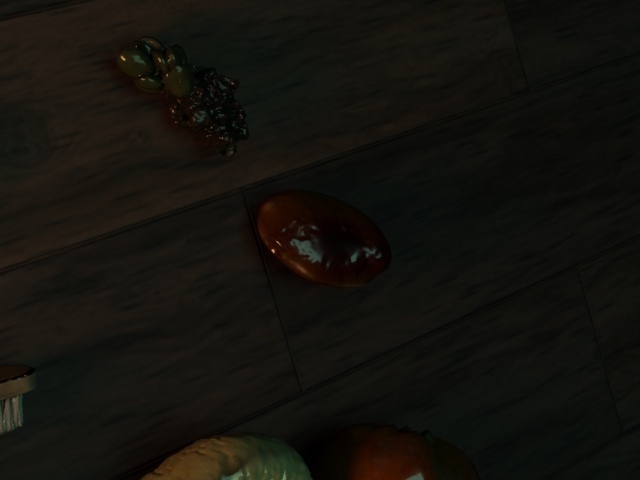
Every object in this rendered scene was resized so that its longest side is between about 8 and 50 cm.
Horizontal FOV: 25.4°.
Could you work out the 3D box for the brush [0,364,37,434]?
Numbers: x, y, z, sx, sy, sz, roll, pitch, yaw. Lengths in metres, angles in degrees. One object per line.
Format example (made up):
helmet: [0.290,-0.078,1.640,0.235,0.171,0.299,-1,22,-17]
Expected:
brush: [-0.417,0.185,1.335,0.328,0.070,0.065,-13,104,-36]

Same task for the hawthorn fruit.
hawthorn fruit: [0.071,0.332,1.619,0.199,0.199,0.251,20,86,-34]

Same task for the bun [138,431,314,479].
bun: [-0.116,0.303,1.493,0.244,0.153,0.243,-16,115,-37]

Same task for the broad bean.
broad bean: [0.000,0.000,1.648,0.165,0.084,0.114,15,42,-34]

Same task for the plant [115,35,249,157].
plant: [-0.148,-0.164,1.562,0.174,0.087,0.085,39,29,-24]
